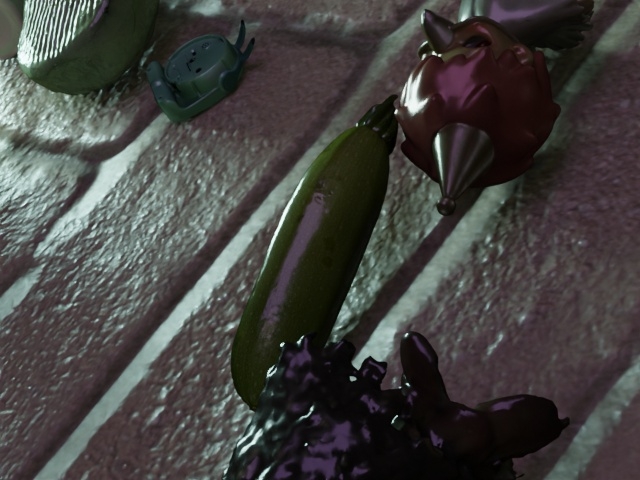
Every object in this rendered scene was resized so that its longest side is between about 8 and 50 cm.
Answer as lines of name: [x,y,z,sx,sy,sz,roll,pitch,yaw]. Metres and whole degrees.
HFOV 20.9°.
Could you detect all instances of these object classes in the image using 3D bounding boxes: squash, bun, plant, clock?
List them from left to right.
bun: [-0.276,-0.278,2.131,0.221,0.108,0.221,-24,51,34]
clock: [-0.134,-0.200,2.012,0.135,0.041,0.101,-31,37,3]
squash: [0.000,0.000,1.608,0.094,0.094,0.341,8,67,41]
plant: [0.037,0.174,1.366,0.204,0.178,0.234,19,66,47]

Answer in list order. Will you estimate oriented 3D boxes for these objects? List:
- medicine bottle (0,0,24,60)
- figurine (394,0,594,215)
medicine bottle: [-0.415,-0.376,2.336,0.133,0.133,0.274,-10,44,28]
figurine: [0.151,-0.158,1.661,0.207,0.166,0.387,-22,31,46]
